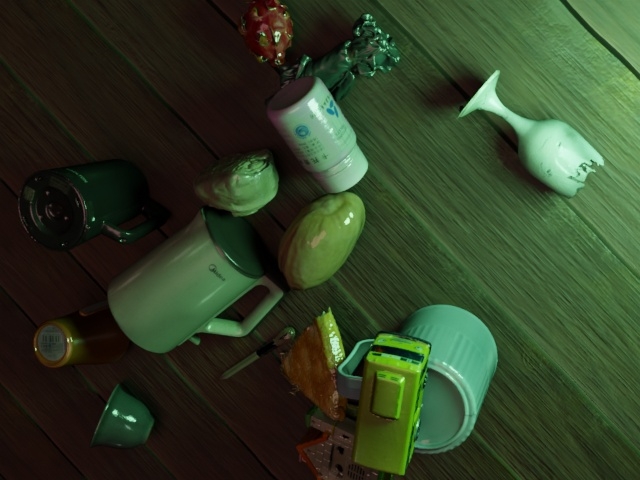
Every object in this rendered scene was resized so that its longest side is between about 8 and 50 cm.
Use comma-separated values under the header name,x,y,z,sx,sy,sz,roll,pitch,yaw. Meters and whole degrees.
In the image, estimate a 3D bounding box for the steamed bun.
name,x,y,z,sx,sy,sz,roll,pitch,yaw
steamed bun,-0.197,-0.134,1.816,0.218,0.211,0.144,-7,112,31

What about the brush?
name,x,y,z,sx,sy,sz,roll,pitch,yaw
brush,-0.180,0.320,2.025,0.299,0.042,0.039,-35,125,25

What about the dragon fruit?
name,x,y,z,sx,sy,sz,roll,pitch,yaw
dragon fruit,-0.128,-0.495,1.734,0.133,0.136,0.166,0,112,53

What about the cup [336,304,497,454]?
name,x,y,z,sx,sy,sz,roll,pitch,yaw
cup,0.239,0.303,1.721,0.331,0.311,0.257,33,113,9

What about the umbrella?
name,x,y,z,sx,sy,sz,roll,pitch,yaw
umbrella,0.017,-0.396,1.725,0.349,0.094,0.143,-27,101,26

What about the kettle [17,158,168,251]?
name,x,y,z,sx,sy,sz,roll,pitch,yaw
kettle,-0.575,-0.106,1.901,0.262,0.308,0.203,2,105,20

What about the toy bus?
name,x,y,z,sx,sy,sz,roll,pitch,yaw
toy bus,0.146,0.335,1.511,0.128,0.150,0.262,11,108,16

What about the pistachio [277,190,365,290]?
name,x,y,z,sx,sy,sz,roll,pitch,yaw
pistachio,0.000,0.000,1.810,0.293,0.181,0.162,-57,45,20

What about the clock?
name,x,y,z,sx,sy,sz,roll,pitch,yaw
clock,0.068,0.571,1.962,0.255,0.106,0.220,20,121,22

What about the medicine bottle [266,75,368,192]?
name,x,y,z,sx,sy,sz,roll,pitch,yaw
medicine bottle,-0.002,-0.243,1.700,0.152,0.152,0.254,-21,124,23

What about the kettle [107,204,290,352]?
name,x,y,z,sx,sy,sz,roll,pitch,yaw
kettle,-0.304,0.131,1.930,0.376,0.250,0.361,-36,111,22

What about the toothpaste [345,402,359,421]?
name,x,y,z,sx,sy,sz,roll,pitch,yaw
toothpaste,0.173,0.473,1.940,0.248,0.047,0.078,2,111,21

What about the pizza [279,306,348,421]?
name,x,y,z,sx,sy,sz,roll,pitch,yaw
pizza,-0.023,0.312,1.908,0.287,0.075,0.280,-6,88,57

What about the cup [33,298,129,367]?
name,x,y,z,sx,sy,sz,roll,pitch,yaw
cup,-0.665,0.259,2.073,0.182,0.264,0.226,39,103,15

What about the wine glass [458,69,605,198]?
name,x,y,z,sx,sy,sz,roll,pitch,yaw
wine glass,0.456,-0.228,1.592,0.321,0.143,0.143,40,114,2

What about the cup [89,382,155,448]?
name,x,y,z,sx,sy,sz,roll,pitch,yaw
cup,-0.576,0.545,2.171,0.150,0.199,0.199,23,112,-8
